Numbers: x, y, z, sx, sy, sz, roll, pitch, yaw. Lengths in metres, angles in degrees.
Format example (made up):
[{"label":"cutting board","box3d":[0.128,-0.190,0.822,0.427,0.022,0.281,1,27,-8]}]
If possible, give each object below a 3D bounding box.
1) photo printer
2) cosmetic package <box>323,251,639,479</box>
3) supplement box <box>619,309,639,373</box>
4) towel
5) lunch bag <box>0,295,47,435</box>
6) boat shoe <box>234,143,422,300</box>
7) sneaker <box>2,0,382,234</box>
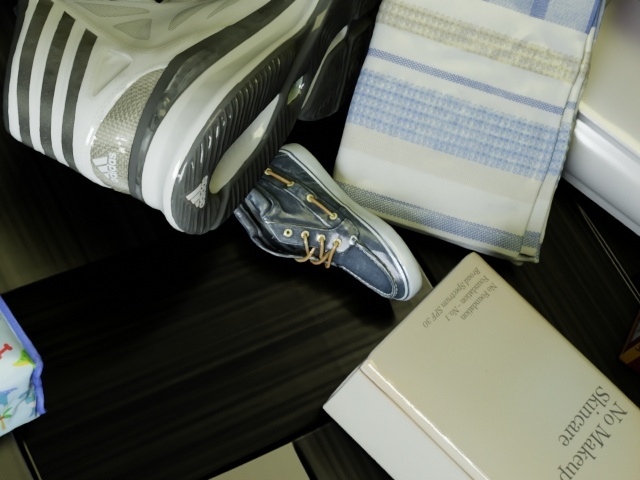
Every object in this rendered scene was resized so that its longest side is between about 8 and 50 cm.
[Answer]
[{"label":"photo printer","box3d":[0.378,-0.110,1.167,0.307,0.107,0.256,38,56,2]},{"label":"cosmetic package","box3d":[0.172,0.179,0.927,0.309,0.113,0.160,43,56,6]},{"label":"supplement box","box3d":[0.392,0.114,1.065,0.188,0.081,0.104,35,56,-1]},{"label":"towel","box3d":[0.138,-0.136,1.046,0.209,0.034,0.284,16,90,-6]},{"label":"lunch bag","box3d":[-0.289,0.080,0.819,0.129,0.096,0.151,-25,60,-28]},{"label":"boat shoe","box3d":[0.000,0.000,0.991,0.183,0.065,0.083,44,57,15]},{"label":"sneaker","box3d":[-0.109,-0.196,0.992,0.258,0.169,0.447,24,39,13]}]
